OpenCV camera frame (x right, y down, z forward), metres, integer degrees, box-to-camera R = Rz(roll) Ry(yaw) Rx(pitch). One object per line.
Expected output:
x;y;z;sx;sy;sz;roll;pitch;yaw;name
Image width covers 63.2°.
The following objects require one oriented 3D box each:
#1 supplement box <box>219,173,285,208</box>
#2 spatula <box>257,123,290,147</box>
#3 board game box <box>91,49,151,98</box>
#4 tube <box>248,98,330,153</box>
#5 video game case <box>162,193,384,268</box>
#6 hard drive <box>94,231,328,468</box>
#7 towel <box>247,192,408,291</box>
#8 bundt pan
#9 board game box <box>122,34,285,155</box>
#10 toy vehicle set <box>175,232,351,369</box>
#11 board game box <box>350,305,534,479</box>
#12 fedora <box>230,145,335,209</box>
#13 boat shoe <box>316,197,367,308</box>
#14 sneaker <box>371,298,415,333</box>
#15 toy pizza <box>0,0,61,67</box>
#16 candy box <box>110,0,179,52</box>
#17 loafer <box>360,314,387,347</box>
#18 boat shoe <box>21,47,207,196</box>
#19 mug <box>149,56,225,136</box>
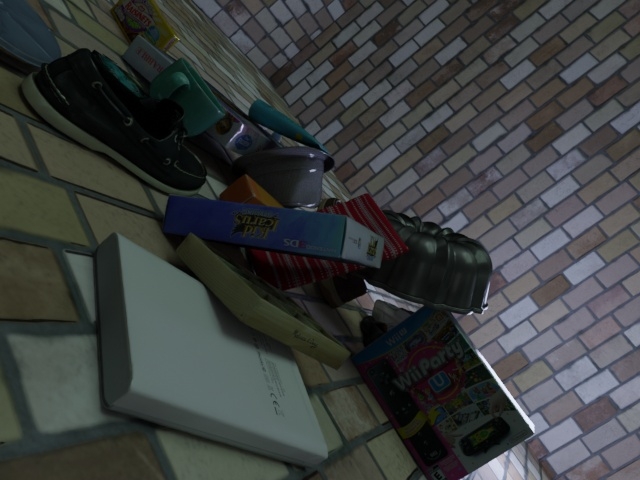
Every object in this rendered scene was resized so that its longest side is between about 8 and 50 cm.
-0.104;-0.036;1.095;0.233;0.080;0.078;39;18;-45;supplement box
-0.149;-0.260;1.424;0.168;0.019;0.242;50;-23;-8;spatula
-0.336;-0.246;0.936;0.186;0.026;0.126;57;12;23;board game box
-0.071;-0.257;1.196;0.207;0.052;0.080;32;12;17;tube
-0.057;-0.010;0.804;0.244;0.270;0.061;15;83;-72;video game case
-0.116;0.136;0.597;0.307;0.040;0.203;41;16;-45;hard drive
0.000;0.000;0.971;0.199;0.275;0.031;-115;-169;-51;towel
0.211;0.028;1.091;0.331;0.124;0.331;17;13;-4;bundt pan
-0.248;-0.307;1.216;0.319;0.066;0.318;41;9;11;board game box
-0.073;0.094;0.745;0.166;0.035;0.267;37;-4;36;toy vehicle set
0.239;0.303;1.048;0.303;0.224;0.097;56;14;19;board game box
-0.080;-0.127;1.224;0.275;0.244;0.124;40;43;-86;fedora
0.065;0.011;1.298;0.123;0.123;0.342;54;24;-37;boat shoe
0.188;0.235;1.363;0.111;0.129;0.297;28;-5;-9;sneaker
-0.438;-0.305;0.691;0.201;0.032;0.201;51;11;-14;toy pizza
-0.417;-0.510;1.228;0.206;0.105;0.027;56;11;20;candy box
0.142;0.229;1.300;0.062;0.061;0.170;48;11;-16;loafer
-0.260;-0.172;0.783;0.340;0.113;0.127;36;20;-56;boat shoe
-0.263;-0.267;0.971;0.129;0.097;0.158;59;7;33;mug
